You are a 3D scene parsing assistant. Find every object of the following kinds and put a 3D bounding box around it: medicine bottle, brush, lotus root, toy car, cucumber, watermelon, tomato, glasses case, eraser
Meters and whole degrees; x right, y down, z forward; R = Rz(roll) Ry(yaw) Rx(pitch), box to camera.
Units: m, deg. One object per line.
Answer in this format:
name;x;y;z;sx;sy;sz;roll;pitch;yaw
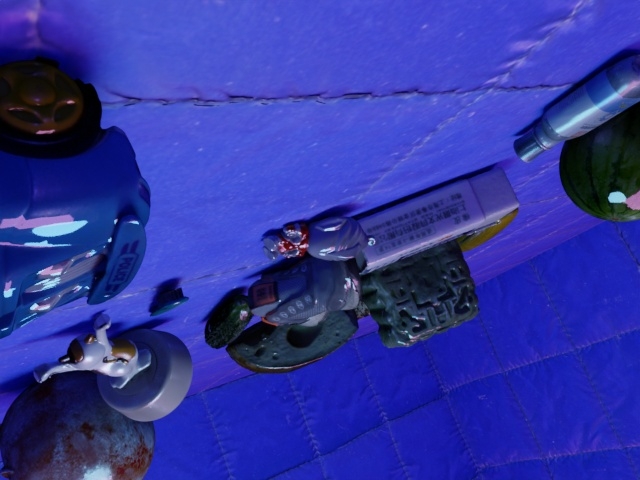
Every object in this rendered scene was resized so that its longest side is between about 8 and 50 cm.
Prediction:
medicine bottle;0.364;-0.178;0.827;0.090;0.053;0.208;-12;163;-37
brush;-0.261;0.104;0.990;0.043;0.032;0.193;-20;178;-28
lotus root;-0.059;0.224;1.396;0.314;0.142;0.210;-27;179;-7
toy car;-0.261;0.005;0.353;0.314;0.166;0.198;-11;158;-37
cucumber;-0.186;0.166;1.231;0.074;0.074;0.241;-14;164;-29
watermelon;0.481;-0.136;0.933;0.188;0.214;0.188;14;169;3
tomato;-0.498;0.417;1.214;0.283;0.316;0.316;-30;167;-8
glasses case;0.382;-0.028;1.387;0.079;0.064;0.234;-21;166;-17
eraser;0.190;-0.032;1.043;0.287;0.086;0.130;-20;167;-8

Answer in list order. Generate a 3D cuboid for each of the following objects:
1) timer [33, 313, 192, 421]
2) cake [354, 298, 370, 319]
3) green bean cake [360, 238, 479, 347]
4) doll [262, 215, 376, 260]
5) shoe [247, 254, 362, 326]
timer;-0.360;0.215;1.042;0.175;0.175;0.266;-23;153;4
cake;0.171;0.117;1.522;0.246;0.112;0.135;-18;169;-29
green bean cake;0.185;0.084;1.188;0.223;0.227;0.125;-20;171;-14
doll;0.000;0.000;0.913;0.180;0.079;0.094;-4;137;-15
shoe;-0.048;0.089;1.088;0.171;0.132;0.336;-6;164;-21
